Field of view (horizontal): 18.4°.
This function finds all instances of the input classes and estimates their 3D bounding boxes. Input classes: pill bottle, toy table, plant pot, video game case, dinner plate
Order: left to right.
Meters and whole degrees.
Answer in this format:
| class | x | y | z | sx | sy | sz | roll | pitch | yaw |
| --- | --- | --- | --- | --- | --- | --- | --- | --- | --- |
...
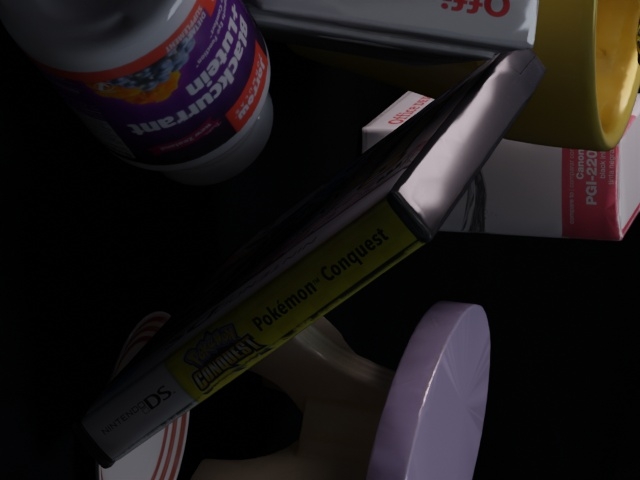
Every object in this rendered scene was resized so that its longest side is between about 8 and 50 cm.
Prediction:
| class | x | y | z | sx | sy | sz | roll | pitch | yaw |
| --- | --- | --- | --- | --- | --- | --- | --- | --- | --- |
| dinner plate | -0.111 | 0.112 | 1.199 | 0.141 | 0.017 | 0.141 | 8 | 90 | -73 |
| pill bottle | -0.088 | -0.101 | 1.035 | 0.193 | 0.108 | 0.108 | 55 | 45 | -65 |
| video game case | 0.000 | 0.000 | 1.141 | 0.035 | 0.248 | 0.275 | 50 | 29 | -6 |
| toy table | 0.012 | 0.137 | 1.361 | 0.274 | 0.161 | 0.252 | -48 | 141 | -62 |
| plant pot | 0.102 | -0.198 | 1.383 | 0.254 | 0.239 | 0.254 | 7 | 90 | -73 |

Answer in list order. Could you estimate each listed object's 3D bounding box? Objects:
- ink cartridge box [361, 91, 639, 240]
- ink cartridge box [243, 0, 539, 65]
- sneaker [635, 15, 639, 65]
| class | x | y | z | sx | sy | sz | roll | pitch | yaw |
| --- | --- | --- | --- | --- | --- | --- | --- | --- | --- |
| ink cartridge box | 0.158 | -0.067 | 1.648 | 0.158 | 0.218 | 0.092 | -43 | 131 | -64 |
| ink cartridge box | 0.029 | -0.230 | 1.159 | 0.168 | 0.171 | 0.232 | -175 | -88 | -71 |
| sneaker | 0.236 | -0.156 | 1.389 | 0.035 | 0.031 | 0.083 | 94 | 15 | -62 |
